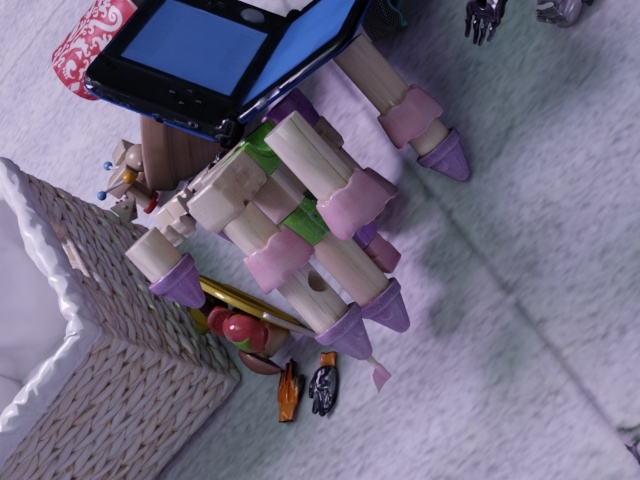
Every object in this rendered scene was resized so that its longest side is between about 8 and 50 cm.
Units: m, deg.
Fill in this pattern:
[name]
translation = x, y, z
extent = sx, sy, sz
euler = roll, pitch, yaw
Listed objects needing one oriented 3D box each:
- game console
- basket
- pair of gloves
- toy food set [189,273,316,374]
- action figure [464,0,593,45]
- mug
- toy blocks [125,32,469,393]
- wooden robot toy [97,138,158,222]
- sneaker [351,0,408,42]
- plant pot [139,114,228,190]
[game console]
translation = -0.079, -0.244, 1.603
extent = 0.293, 0.250, 0.173
euler = -67, -3, -57
[basket]
translation = -0.328, 0.147, 1.763
extent = 0.331, 0.266, 0.328
euler = -49, 46, 15
[pair of gloves]
translation = -0.014, 0.161, 1.644
extent = 0.083, 0.010, 0.074
euler = -14, 62, 36
[toy food set]
translation = -0.088, 0.098, 1.656
extent = 0.218, 0.128, 0.071
euler = 24, 90, 47
[action figure]
translation = 0.214, -0.305, 1.523
extent = 0.164, 0.276, 0.141
euler = 46, 144, 13
[mug]
translation = -0.267, -0.277, 2.030
extent = 0.169, 0.150, 0.113
euler = -41, 85, 29
[toy blocks]
translation = 0.000, 0.000, 1.553
extent = 0.309, 0.260, 0.288
euler = -37, 11, 31
[wooden robot toy]
translation = -0.227, -0.090, 1.896
extent = 0.079, 0.076, 0.173
euler = -54, 17, 21
[sneaker]
translation = 0.071, -0.302, 1.743
extent = 0.076, 0.065, 0.166
euler = -10, 68, 24
[plant pot]
translation = -0.153, -0.178, 1.817
extent = 0.110, 0.237, 0.237
euler = -1, 66, 0
